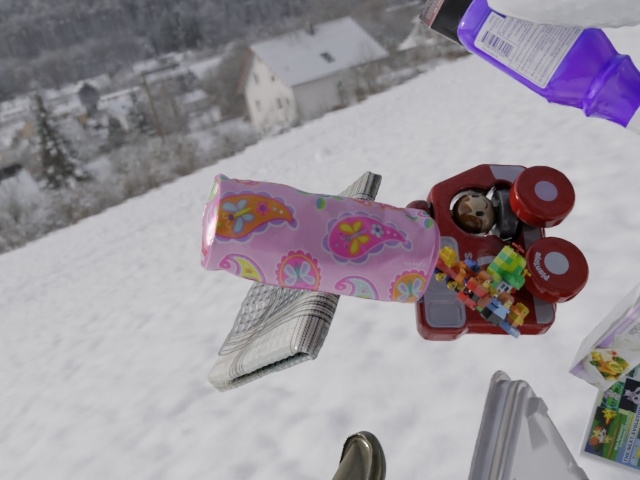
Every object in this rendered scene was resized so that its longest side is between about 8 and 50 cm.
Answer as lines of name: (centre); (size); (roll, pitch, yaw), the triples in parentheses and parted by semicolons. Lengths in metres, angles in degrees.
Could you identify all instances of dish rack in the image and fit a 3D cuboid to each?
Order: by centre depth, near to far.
dish rack: (0.346, 0.399, 1.423); (0.072, 0.333, 0.286); (-11, 39, 33)

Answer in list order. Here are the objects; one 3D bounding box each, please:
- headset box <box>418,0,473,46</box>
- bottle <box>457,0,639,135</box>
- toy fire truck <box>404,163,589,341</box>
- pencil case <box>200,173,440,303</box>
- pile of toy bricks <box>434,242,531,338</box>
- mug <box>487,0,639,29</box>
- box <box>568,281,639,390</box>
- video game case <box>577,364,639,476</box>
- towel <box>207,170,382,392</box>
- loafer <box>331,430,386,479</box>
headset box: (0.327, -0.438, 1.804); (0.218, 0.110, 0.293); (25, 17, -6)
bottle: (0.324, -0.244, 1.194); (0.282, 0.118, 0.092); (36, 13, 15)
toy fire truck: (0.262, 0.012, 1.408); (0.253, 0.302, 0.169); (2, -27, -8)
pencil case: (0.000, 0.000, 1.068); (0.283, 0.124, 0.124); (8, 10, -11)
pile of toy bricks: (0.243, 0.050, 1.225); (0.105, 0.212, 0.118); (-52, 47, 6)
mug: (0.320, -0.413, 0.947); (0.327, 0.374, 0.276); (-10, 14, 14)
box: (0.419, 0.122, 1.202); (0.063, 0.324, 0.067); (27, 66, 9)
video game case: (0.728, 0.340, 1.852); (0.299, 0.329, 0.036); (16, -13, 24)
towel: (-0.049, 0.065, 1.327); (0.324, 0.056, 0.312); (-32, 31, 55)
loafer: (0.059, 0.469, 1.673); (0.094, 0.087, 0.251); (-22, 46, 36)
